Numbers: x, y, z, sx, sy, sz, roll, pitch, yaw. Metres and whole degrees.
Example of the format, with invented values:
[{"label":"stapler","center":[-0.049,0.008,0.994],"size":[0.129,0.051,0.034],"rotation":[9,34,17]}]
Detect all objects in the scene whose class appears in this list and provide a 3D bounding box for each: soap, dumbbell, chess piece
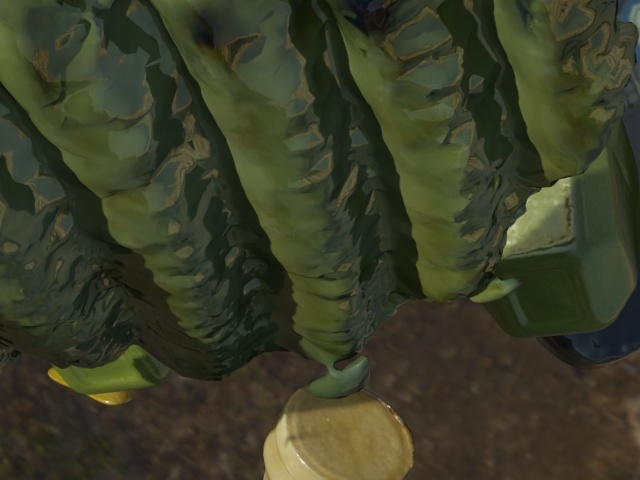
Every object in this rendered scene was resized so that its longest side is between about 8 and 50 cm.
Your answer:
[{"label":"soap","center":[-0.197,0.124,1.674],"size":[0.034,0.089,0.012],"rotation":[-13,116,-49]},{"label":"dumbbell","center":[0.000,0.000,0.940],"size":[0.121,0.302,0.108],"rotation":[60,27,-47]},{"label":"chess piece","center":[-0.009,0.127,0.926],"size":[0.066,0.066,0.122],"rotation":[-5,141,-32]}]

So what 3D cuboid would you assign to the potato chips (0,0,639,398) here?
[{"label":"potato chips","center":[-0.103,0.005,0.648],"size":[0.373,0.389,0.097],"rotation":[-11,70,-22]}]

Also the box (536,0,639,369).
[{"label":"box","center":[0.239,-0.126,1.378],"size":[0.350,0.091,0.359],"rotation":[-24,83,-14]}]
